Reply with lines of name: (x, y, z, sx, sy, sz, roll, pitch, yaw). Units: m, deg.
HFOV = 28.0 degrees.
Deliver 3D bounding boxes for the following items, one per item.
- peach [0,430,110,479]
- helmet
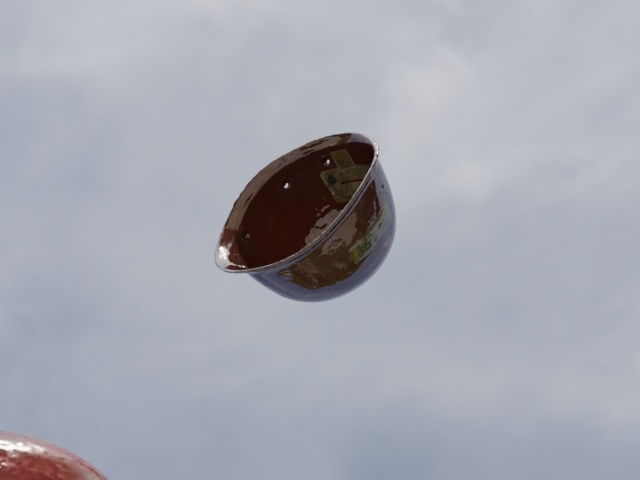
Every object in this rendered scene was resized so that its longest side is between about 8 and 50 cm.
peach: (-0.262, 0.161, 0.783, 0.279, 0.189, 0.068, -14, -95, 1)
helmet: (0.000, 0.000, 1.106, 0.106, 0.155, 0.175, 57, -130, -27)
